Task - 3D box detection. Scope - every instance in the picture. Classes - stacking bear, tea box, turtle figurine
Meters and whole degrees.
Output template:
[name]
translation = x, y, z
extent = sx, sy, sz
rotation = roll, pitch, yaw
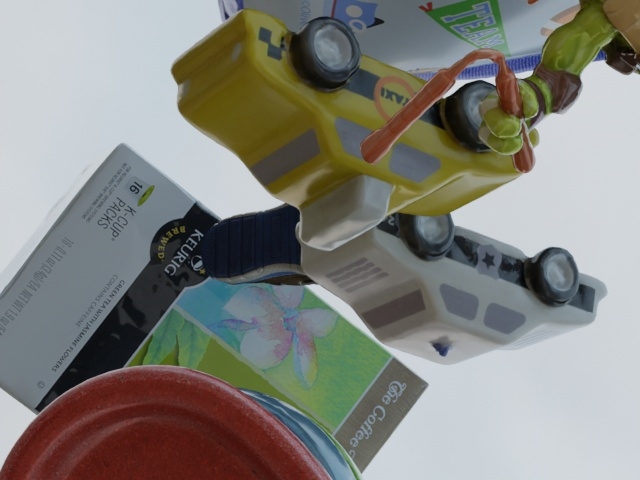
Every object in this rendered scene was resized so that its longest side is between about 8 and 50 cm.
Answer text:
[stacking bear]
translation = -0.037, 0.158, 0.936
extent = 0.175, 0.289, 0.164
rotation = -22, -106, 9
[tea box]
translation = -0.122, 0.099, 1.658
extent = 0.323, 0.220, 0.329
rotation = 37, -6, -8
[turtle figurine]
translation = 0.162, -0.087, 0.888
extent = 0.217, 0.269, 0.087
rotation = 43, 4, -18

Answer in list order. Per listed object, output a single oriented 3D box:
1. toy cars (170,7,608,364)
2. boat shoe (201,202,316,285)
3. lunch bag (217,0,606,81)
[toy cars]
translation = 0.046, -0.001, 1.080
extent = 0.176, 0.394, 0.087
rotation = 0, -114, 19
[boat shoe]
translation = 0.000, 0.000, 1.419
extent = 0.183, 0.066, 0.066
rotation = -3, -100, 38
[lunch bag]
translation = 0.117, -0.264, 1.113
extent = 0.328, 0.385, 0.239
rotation = 89, -16, -58
